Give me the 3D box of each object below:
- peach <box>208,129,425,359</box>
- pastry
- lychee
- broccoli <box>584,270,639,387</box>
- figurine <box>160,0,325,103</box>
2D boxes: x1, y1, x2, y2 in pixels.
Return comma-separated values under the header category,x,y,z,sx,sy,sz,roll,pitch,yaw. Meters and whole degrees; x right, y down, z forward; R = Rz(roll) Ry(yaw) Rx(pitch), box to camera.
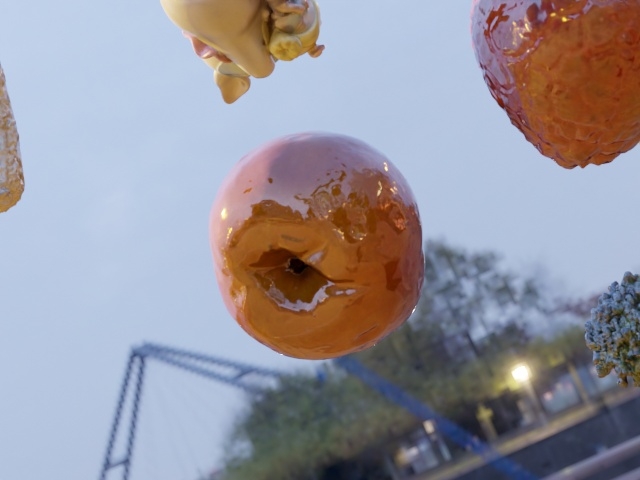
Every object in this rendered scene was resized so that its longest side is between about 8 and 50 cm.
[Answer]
category,x,y,z,sx,sy,sz,roll,pitch,yaw
peach,0.000,0.000,2.215,0.343,0.342,0.302,-30,7,32
pastry,-0.424,-0.153,1.837,0.089,0.258,0.121,-6,-17,-34
lychee,0.265,-0.221,1.508,0.255,0.300,0.255,-13,16,4
broccoli,0.486,0.153,2.114,0.177,0.198,0.275,-25,-48,26
figurine,-0.073,-0.227,1.562,0.155,0.127,0.235,-7,-29,14
